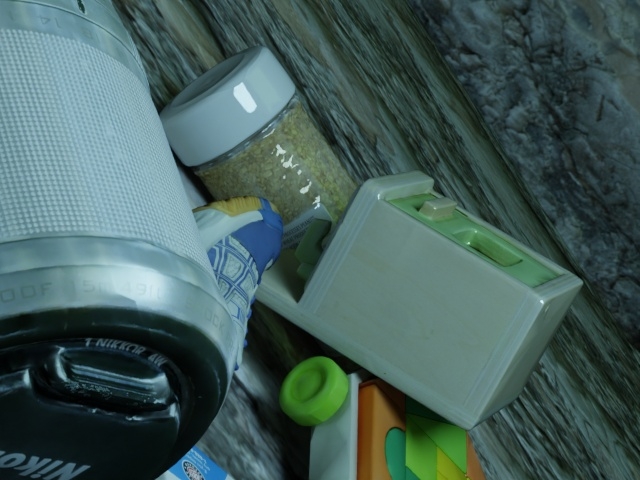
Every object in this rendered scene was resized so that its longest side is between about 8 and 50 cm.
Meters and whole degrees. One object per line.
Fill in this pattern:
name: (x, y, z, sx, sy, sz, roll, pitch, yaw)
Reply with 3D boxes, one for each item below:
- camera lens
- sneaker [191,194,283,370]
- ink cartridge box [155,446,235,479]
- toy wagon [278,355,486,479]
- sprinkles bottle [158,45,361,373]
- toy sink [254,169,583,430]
camera lens: (-0.175, -0.005, 0.905, 0.219, 0.219, 0.274, 37, 26, -54)
sneaker: (-0.099, 0.046, 1.312, 0.296, 0.112, 0.131, -19, 88, -67)
ink cartridge box: (-0.071, 0.231, 1.051, 0.134, 0.078, 0.231, 47, 19, -37)
toy wagon: (0.064, 0.198, 1.479, 0.267, 0.068, 0.344, 47, 33, -38)
sprinkles bottle: (0.000, 0.000, 1.650, 0.355, 0.121, 0.121, 55, 15, -16)
toy sink: (0.072, 0.027, 1.481, 0.234, 0.131, 0.153, 31, 14, 16)
